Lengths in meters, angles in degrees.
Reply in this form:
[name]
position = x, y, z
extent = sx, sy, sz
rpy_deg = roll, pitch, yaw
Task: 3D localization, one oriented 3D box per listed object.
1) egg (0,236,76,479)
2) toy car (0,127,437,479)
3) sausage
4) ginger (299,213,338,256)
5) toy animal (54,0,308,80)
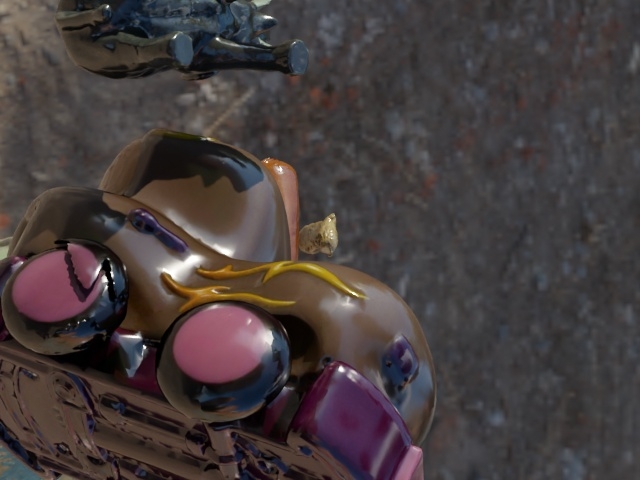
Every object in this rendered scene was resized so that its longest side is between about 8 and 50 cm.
[egg]
position = -0.351, 0.159, 1.512
extent = 0.288, 0.287, 0.379
rpy_deg = 17, 108, -54
[toy car]
position = -0.065, 0.071, 0.935
extent = 0.240, 0.341, 0.271
rpy_deg = -58, 156, -34
[sausage]
position = -0.067, -0.022, 1.948
extent = 0.076, 0.076, 0.197
rpy_deg = 28, 57, -52
[ginger]
position = 0.002, -0.005, 2.004
extent = 0.057, 0.137, 0.044
rpy_deg = -37, 99, -12
[toy animal]
position = -0.071, -0.151, 0.945
extent = 0.269, 0.137, 0.082
rpy_deg = -12, 102, -60
